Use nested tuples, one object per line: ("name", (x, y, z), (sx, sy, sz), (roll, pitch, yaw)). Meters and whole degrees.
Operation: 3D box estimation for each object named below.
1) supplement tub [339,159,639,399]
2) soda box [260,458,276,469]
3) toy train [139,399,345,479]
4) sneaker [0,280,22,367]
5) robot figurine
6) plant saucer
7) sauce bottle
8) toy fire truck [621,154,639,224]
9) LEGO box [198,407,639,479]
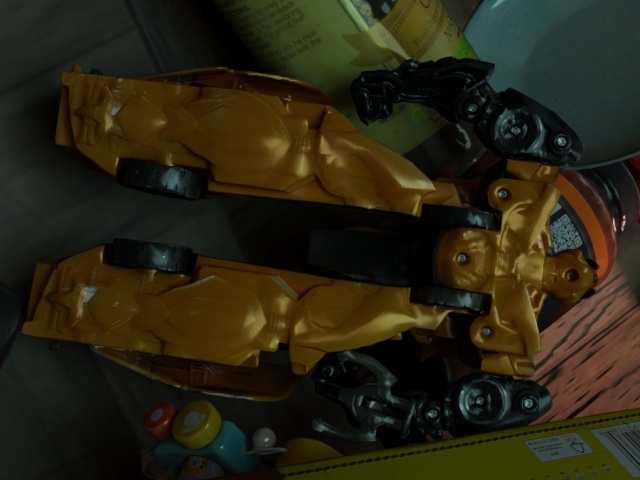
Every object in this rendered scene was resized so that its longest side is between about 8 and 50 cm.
("supplement tub", (0.112, 0.013, 0.852), (0.198, 0.106, 0.106), (-33, 107, -27))
("soda box", (-0.042, 0.216, 0.789), (0.060, 0.053, 0.169), (36, 73, -27))
("toy train", (-0.024, 0.144, 0.711), (0.166, 0.125, 0.046), (19, 53, 3))
("sneaker", (-0.233, -0.016, 0.659), (0.162, 0.106, 0.281), (3, 70, -61))
("robot figurine", (0.000, 0.000, 0.722), (0.291, 0.085, 0.211), (9, 86, -2))
("plant saucer", (0.178, -0.115, 0.854), (0.195, 0.195, 0.037), (-59, 138, -17))
("sauce bottle", (-0.025, -0.174, 0.762), (0.111, 0.111, 0.344), (-48, 114, -22))
("toy fire truck", (0.251, -0.019, 0.919), (0.135, 0.192, 0.047), (45, 64, 7))
("LEGO box", (0.138, 0.293, 0.731), (0.500, 0.193, 0.373), (-4, 124, -31))
